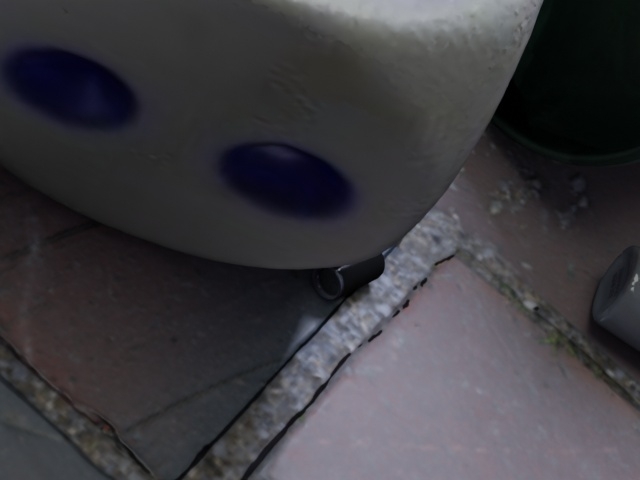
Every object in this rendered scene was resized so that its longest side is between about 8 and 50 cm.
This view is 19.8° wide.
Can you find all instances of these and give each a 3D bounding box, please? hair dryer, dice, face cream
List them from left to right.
[{"bbox_3d":[-0.048,-0.167,1.079,0.304,0.304,0.277,22,59,-10],"label":"dice"},{"bbox_3d":[0.000,0.000,1.207,0.047,0.026,0.083,-24,63,-43],"label":"hair dryer"},{"bbox_3d":[0.288,0.079,1.295,0.198,0.057,0.084,32,46,-9],"label":"face cream"}]

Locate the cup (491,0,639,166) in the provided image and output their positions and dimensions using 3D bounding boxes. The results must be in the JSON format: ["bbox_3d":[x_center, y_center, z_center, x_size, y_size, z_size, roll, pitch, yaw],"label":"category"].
[{"bbox_3d":[0.334,-0.207,1.348,0.392,0.310,0.401,-8,28,-40],"label":"cup"}]
